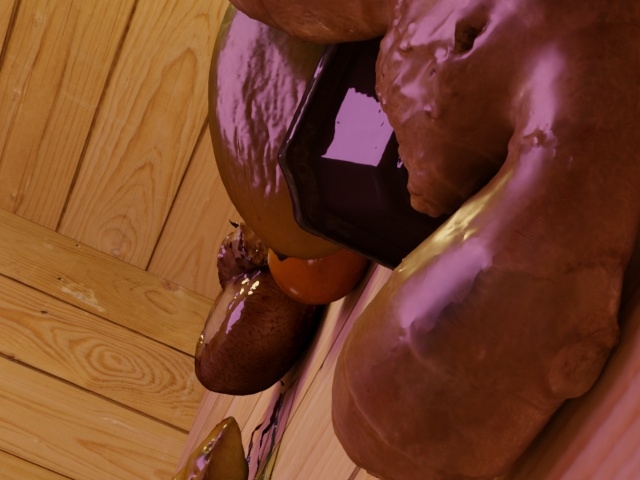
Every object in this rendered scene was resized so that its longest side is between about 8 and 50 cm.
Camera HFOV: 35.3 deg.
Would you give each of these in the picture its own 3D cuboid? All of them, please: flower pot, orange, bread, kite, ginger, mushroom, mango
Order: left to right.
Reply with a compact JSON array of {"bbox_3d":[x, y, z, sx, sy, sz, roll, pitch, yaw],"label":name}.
[{"bbox_3d":[-0.149,0.334,1.240,0.160,0.088,0.233,-31,36,66],"label":"bread"},{"bbox_3d":[-0.094,0.331,1.244,0.360,0.022,0.204,-74,10,-51],"label":"kite"},{"bbox_3d":[-0.080,0.089,1.438,0.278,0.163,0.297,107,-179,-46],"label":"mushroom"},{"bbox_3d":[-0.020,-0.102,0.730,0.091,0.137,0.238,33,-142,-64],"label":"mango"},{"bbox_3d":[0.000,0.000,1.203,0.156,0.124,0.156,-61,6,10],"label":"orange"},{"bbox_3d":[0.094,-0.098,0.647,0.084,0.178,0.251,19,85,55],"label":"flower pot"},{"bbox_3d":[0.109,-0.088,0.480,0.348,0.122,0.363,-29,54,31],"label":"ginger"}]
